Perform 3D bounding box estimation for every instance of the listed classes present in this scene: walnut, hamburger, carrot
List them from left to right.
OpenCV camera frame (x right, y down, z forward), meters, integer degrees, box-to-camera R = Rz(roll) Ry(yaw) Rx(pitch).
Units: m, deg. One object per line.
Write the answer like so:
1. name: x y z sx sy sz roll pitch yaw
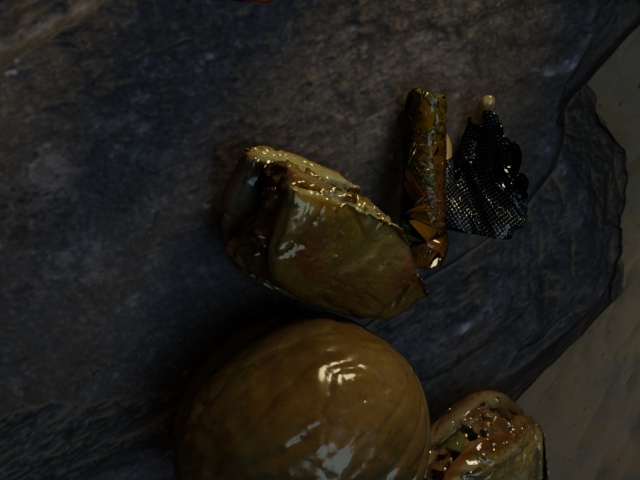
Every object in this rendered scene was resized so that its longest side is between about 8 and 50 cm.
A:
1. walnut: -0.029 0.241 1.639 0.333 0.333 0.332 -15 121 -26
2. hamburger: 0.000 0.000 1.620 0.245 0.155 0.282 -22 130 -17
3. carrot: 0.133 -0.079 1.694 0.069 0.069 0.228 -5 99 -31
4. hamburger: 0.222 0.361 1.962 0.243 0.146 0.286 24 93 -45

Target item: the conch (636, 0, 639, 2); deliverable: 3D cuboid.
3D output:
1. conch: 0.486 -0.429 1.680 0.303 0.215 0.319 -61 161 15

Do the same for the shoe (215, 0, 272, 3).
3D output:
1. shoe: 0.017 -0.359 1.431 0.336 0.171 0.132 -35 127 -12

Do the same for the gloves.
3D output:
1. gloves: 0.214 -0.100 1.741 0.106 0.129 0.180 -6 109 -57
